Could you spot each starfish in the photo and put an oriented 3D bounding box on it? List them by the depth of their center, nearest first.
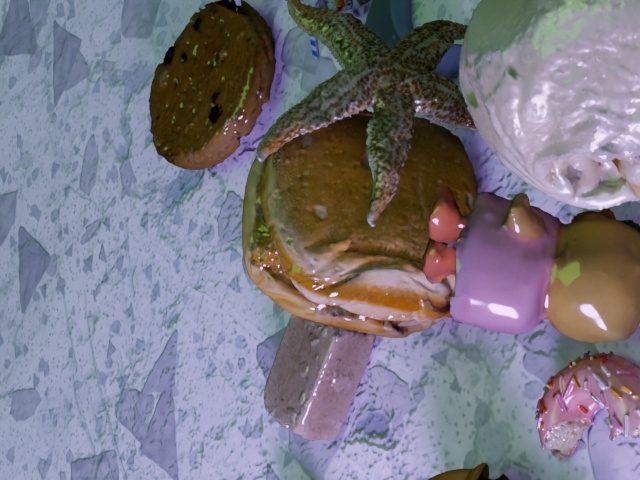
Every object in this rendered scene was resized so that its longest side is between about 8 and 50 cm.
[{"bbox_3d":[0.093,-0.176,1.634,0.078,0.347,0.358,119,152,-52],"label":"starfish"}]

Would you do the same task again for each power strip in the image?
[{"bbox_3d":[0.125,-0.265,1.827,0.137,0.044,0.216,-50,49,31],"label":"power strip"}]

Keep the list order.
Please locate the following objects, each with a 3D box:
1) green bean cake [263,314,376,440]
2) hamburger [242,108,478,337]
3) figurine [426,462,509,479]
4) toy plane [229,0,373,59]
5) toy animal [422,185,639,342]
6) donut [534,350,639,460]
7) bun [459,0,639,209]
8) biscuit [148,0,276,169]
[{"bbox_3d":[-0.005,0.181,1.864,0.109,0.085,0.179,37,110,45],"label":"green bean cake"},{"bbox_3d":[0.057,-0.026,1.670,0.174,0.304,0.284,-33,49,53],"label":"hamburger"},{"bbox_3d":[0.197,0.368,1.536,0.256,0.167,0.192,20,85,47],"label":"figurine"},{"bbox_3d":[-0.023,-0.368,1.985,0.273,0.107,0.182,-3,119,56],"label":"toy plane"},{"bbox_3d":[0.256,0.031,1.485,0.195,0.281,0.169,92,-177,-55],"label":"toy animal"},{"bbox_3d":[0.310,0.181,1.514,0.166,0.065,0.117,-28,64,42],"label":"donut"},{"bbox_3d":[0.323,-0.158,1.375,0.349,0.352,0.227,99,176,-69],"label":"bun"},{"bbox_3d":[-0.173,-0.250,2.147,0.296,0.075,0.296,-20,62,45],"label":"biscuit"}]
